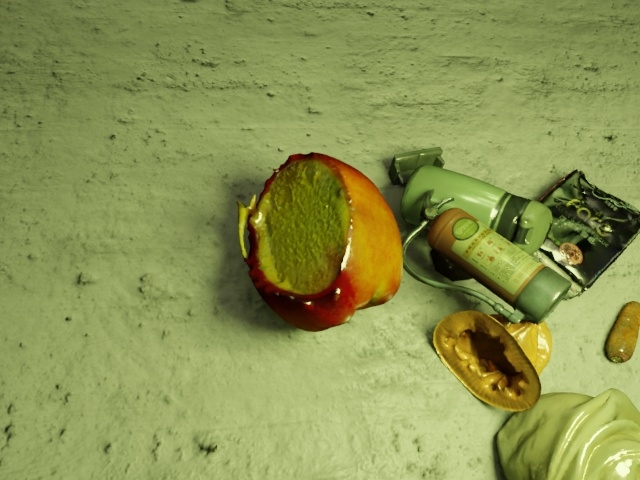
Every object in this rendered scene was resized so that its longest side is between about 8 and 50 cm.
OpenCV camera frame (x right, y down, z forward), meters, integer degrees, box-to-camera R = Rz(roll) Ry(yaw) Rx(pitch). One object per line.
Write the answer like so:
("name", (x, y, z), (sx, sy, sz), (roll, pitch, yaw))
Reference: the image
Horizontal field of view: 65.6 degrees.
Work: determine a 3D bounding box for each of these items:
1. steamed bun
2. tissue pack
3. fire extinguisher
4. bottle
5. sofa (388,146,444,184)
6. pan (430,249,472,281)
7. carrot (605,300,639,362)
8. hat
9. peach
("steamed bun", (0.550, 0.457, 0.954), (0.343, 0.255, 0.367), (-25, 65, -17))
("tissue pack", (0.677, -0.030, 1.320), (0.332, 0.123, 0.245), (-36, 73, -24))
("fire extinguisher", (0.321, 0.039, 1.067), (0.200, 0.113, 0.376), (-31, 55, -26))
("bottle", (0.383, -0.070, 1.228), (0.347, 0.168, 0.168), (22, 58, 27))
("sofa", (0.272, -0.205, 1.390), (0.147, 0.085, 0.060), (-12, 60, -14))
("pan", (0.350, 0.005, 1.301), (0.128, 0.048, 0.202), (-7, 61, -10))
("carrot", (0.753, 0.220, 1.226), (0.060, 0.060, 0.186), (32, 60, 11))
("hat", (0.431, 0.221, 1.140), (0.233, 0.244, 0.233), (-25, 103, -37))
("peach", (0.014, 0.016, 1.103), (0.335, 0.310, 0.405), (-36, 52, 17))
